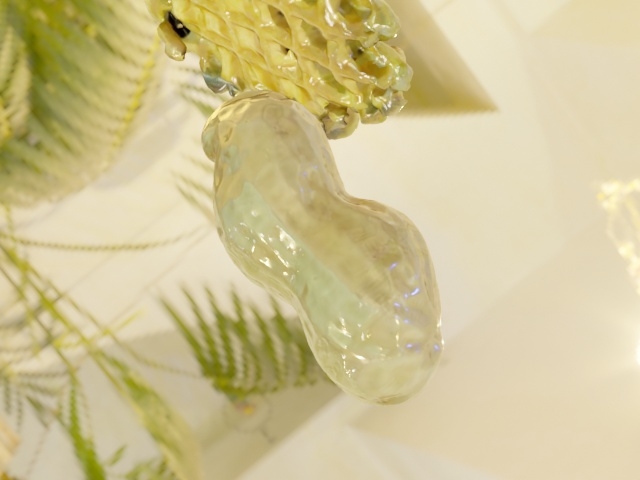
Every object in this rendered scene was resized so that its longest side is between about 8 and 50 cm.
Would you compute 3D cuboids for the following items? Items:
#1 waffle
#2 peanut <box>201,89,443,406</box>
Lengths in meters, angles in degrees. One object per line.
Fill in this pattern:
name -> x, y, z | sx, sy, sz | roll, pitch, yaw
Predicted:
waffle -> -0.051, -0.177, 1.168 | 0.060, 0.262, 0.280 | -45, -174, -24
peanut -> 0.000, 0.000, 0.766 | 0.082, 0.187, 0.082 | -33, 155, -17
